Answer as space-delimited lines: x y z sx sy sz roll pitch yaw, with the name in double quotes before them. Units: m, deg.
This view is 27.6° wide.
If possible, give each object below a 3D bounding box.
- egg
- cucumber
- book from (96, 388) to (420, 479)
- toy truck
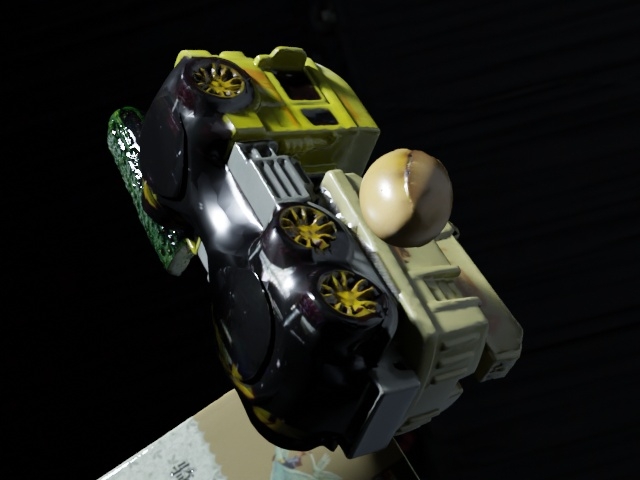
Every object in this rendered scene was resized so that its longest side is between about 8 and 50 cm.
"egg" 0.065 -0.029 0.986 0.083 0.071 0.071 -74 -26 -54
"cucumber" -0.187 -0.069 1.494 0.241 0.074 0.074 60 172 32
"book" -0.076 0.244 1.213 0.217 0.310 0.021 56 180 39
"toy truck" 0.000 0.000 1.186 0.405 0.254 0.181 58 139 34
